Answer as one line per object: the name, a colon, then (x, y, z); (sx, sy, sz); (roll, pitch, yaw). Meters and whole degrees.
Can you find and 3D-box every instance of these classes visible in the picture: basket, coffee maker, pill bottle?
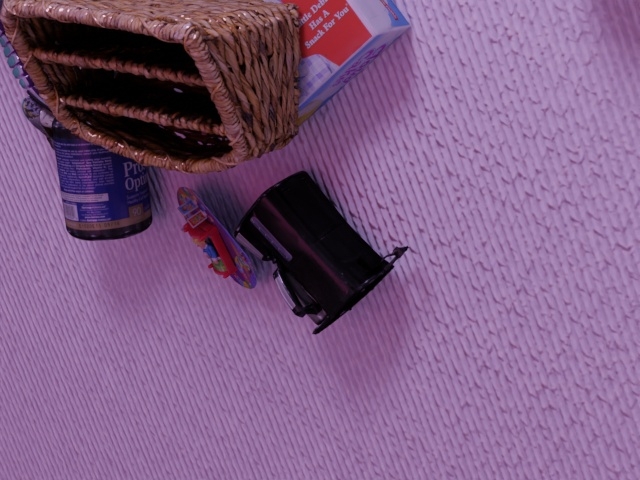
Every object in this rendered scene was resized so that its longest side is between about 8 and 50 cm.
basket: (-0.200, -0.180, 1.452); (0.299, 0.223, 0.213); (14, 113, 28)
coffee maker: (0.000, 0.000, 1.577); (0.171, 0.120, 0.178); (-43, 83, 15)
pill bottle: (-0.304, -0.119, 1.708); (0.123, 0.123, 0.219); (6, 110, 30)

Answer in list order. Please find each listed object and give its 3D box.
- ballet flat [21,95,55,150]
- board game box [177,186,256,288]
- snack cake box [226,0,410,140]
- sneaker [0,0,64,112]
ballet flat: (-0.384, -0.167, 1.767); (0.041, 0.041, 0.114); (16, 155, 27)
board game box: (-0.153, 0.007, 1.668); (0.168, 0.033, 0.133); (50, 161, 7)
snack cake box: (-0.039, -0.239, 1.520); (0.264, 0.089, 0.152); (-38, 83, 35)
sneaker: (-0.393, -0.284, 1.733); (0.098, 0.083, 0.223); (-35, 87, 28)
